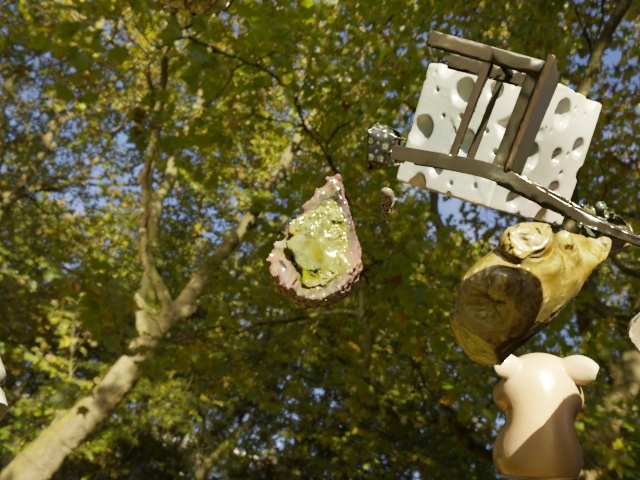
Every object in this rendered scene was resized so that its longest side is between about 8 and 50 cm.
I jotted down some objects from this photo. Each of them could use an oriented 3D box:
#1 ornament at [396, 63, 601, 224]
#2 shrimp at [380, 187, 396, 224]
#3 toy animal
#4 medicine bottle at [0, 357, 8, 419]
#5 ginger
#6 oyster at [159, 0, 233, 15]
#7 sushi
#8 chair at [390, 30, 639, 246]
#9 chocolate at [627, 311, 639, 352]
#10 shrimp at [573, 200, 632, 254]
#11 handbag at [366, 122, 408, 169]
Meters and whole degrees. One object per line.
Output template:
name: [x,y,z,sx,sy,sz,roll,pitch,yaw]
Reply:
ornament: [0.335,-0.185,1.097,0.240,0.238,0.240,9,11,-37]
shrimp: [0.132,-0.074,1.114,0.029,0.038,0.092,20,-39,18]
toy animal: [0.441,0.357,1.147,0.195,0.256,0.213,-2,-14,12]
medicine bottle: [-0.391,0.135,0.618,0.140,0.079,0.079,52,-29,27]
ginger: [0.302,0.050,0.820,0.123,0.270,0.218,35,-25,37]
oyster: [-0.230,-0.638,1.255,0.351,0.237,0.115,-37,-35,24]
sushi: [0.014,0.013,1.046,0.161,0.241,0.107,36,-10,15]
chair: [0.171,-0.071,0.417,0.213,0.084,0.101,22,-77,21]
chocolate: [0.588,0.077,0.794,0.185,0.100,0.303,40,-78,11]
shrimp: [0.629,-0.003,1.419,0.272,0.085,0.445,-18,-22,21]
handbag: [0.189,-0.238,1.485,0.139,0.072,0.115,11,-62,22]
